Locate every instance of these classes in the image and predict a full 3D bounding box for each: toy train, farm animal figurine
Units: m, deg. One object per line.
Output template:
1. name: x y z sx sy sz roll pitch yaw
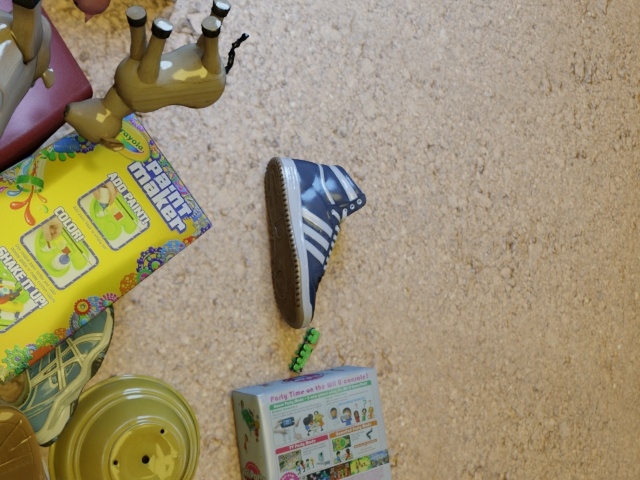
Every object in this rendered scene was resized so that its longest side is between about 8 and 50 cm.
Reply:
1. toy train: -0.025 0.184 1.140 0.023 0.017 0.083 41 64 -31
2. farm animal figurine: -0.281 -0.177 0.655 0.330 0.172 0.327 31 50 3

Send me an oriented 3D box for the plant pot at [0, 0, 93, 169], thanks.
1. plant pot: -0.443 -0.181 0.816 0.235 0.267 0.267 -39 104 -43

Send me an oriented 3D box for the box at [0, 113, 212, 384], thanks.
1. box: -0.332 0.009 0.820 0.279 0.290 0.177 -41 104 -28

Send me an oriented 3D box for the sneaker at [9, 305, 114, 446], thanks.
1. sneaker: -0.345 0.163 0.912 0.081 0.080 0.211 33 67 -25

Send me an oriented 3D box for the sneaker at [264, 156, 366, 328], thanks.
1. sneaker: 0.000 0.000 1.135 0.153 0.099 0.283 -2 81 -30

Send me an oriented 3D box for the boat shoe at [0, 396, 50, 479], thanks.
1. boat shoe: -0.384 0.316 0.860 0.098 0.096 0.277 -12 110 -30

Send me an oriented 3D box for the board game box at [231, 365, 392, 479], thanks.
1. board game box: -0.004 0.369 1.080 0.223 0.097 0.304 -5 87 -33

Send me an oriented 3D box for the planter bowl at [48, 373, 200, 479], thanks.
1. planter bowl: -0.253 0.297 0.943 0.217 0.090 0.217 4 81 -31
